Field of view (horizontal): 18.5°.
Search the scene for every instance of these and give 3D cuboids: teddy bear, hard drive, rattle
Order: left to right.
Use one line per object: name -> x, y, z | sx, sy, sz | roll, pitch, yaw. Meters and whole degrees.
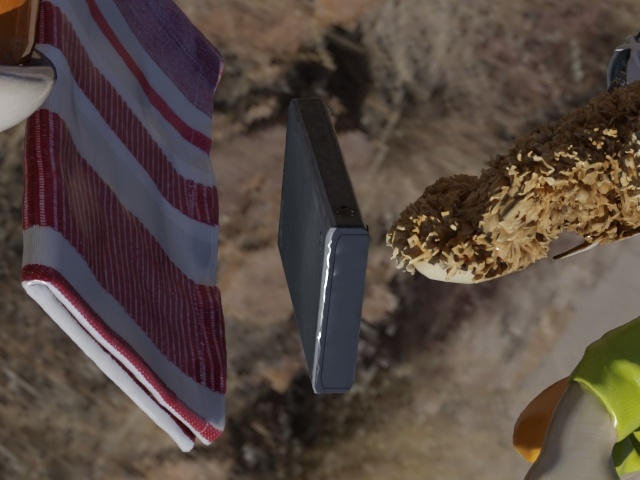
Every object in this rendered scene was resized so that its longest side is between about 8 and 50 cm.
hard drive -> 0.000, 0.000, 0.987 | 0.022, 0.135, 0.094 | 0, 120, -9
teddy bear -> 0.198, -0.058, 1.247 | 0.245, 0.338, 0.113 | -18, 89, -58
rattle -> 0.172, 0.121, 0.777 | 0.143, 0.200, 0.130 | 114, 2, -59

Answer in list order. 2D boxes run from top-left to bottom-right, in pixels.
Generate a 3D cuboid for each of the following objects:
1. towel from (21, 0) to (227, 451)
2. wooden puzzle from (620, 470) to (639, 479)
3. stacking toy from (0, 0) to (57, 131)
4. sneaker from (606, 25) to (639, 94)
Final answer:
towel -> -0.120, -0.058, 1.258 | 0.037, 0.329, 0.237 | -15, 145, 17
wooden puzzle -> 0.126, 0.128, 0.940 | 0.078, 0.014, 0.116 | -26, 155, -19
stacking toy -> -0.234, -0.308, 0.908 | 0.350, 0.350, 0.480 | 9, 102, -50
sneaker -> 0.264, -0.135, 1.400 | 0.095, 0.090, 0.235 | 24, 98, -8
